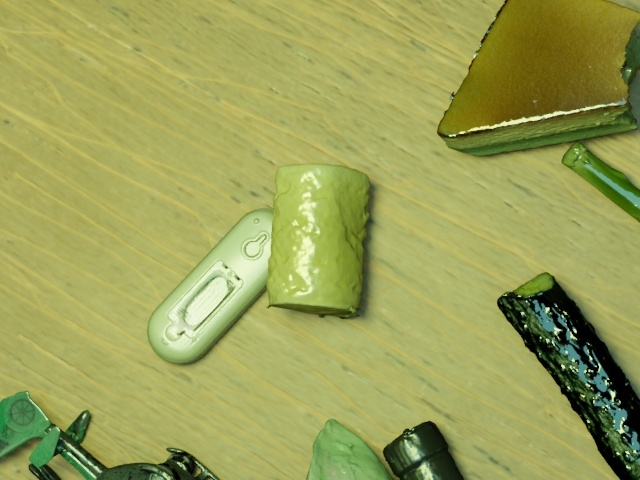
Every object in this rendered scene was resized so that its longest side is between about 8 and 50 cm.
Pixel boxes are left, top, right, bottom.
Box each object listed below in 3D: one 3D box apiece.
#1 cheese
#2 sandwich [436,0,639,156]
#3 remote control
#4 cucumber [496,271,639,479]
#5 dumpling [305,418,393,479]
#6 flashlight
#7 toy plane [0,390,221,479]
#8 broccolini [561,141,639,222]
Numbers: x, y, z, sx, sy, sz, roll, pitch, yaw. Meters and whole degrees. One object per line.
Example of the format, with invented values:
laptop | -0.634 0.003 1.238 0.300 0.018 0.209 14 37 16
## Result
cheese | 0.000 0.000 1.772 0.094 0.123 0.167 -5 78 51
sandwich | 0.263 -0.166 1.744 0.186 0.108 0.220 28 85 23
remote control | -0.115 0.053 1.820 0.078 0.042 0.221 43 89 12
cucumber | 0.309 0.171 1.731 0.303 0.081 0.072 55 136 6
dumpling | 0.041 0.295 1.715 0.105 0.149 0.216 -22 74 -6
flashlight | 0.152 0.311 1.729 0.093 0.093 0.232 -30 79 3
toy plane | -0.219 0.300 1.780 0.382 0.106 0.155 40 101 6
broccolini | 0.420 0.027 1.732 0.392 0.074 0.079 38 90 11
